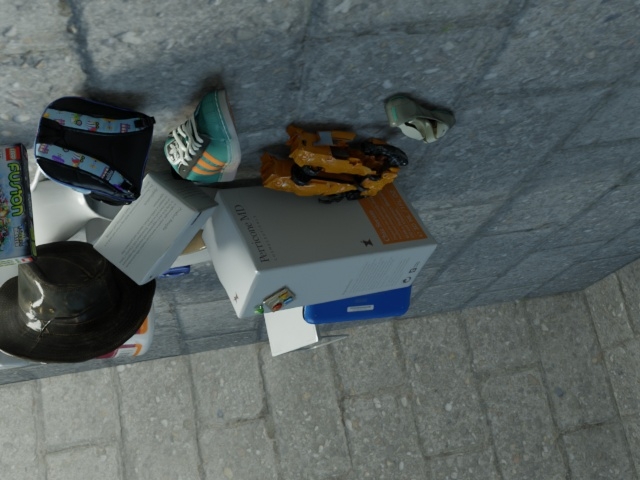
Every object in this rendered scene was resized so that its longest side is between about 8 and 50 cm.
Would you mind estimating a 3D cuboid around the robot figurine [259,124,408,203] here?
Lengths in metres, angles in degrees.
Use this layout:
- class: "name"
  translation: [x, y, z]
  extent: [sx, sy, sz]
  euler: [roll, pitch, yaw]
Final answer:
- class: "robot figurine"
  translation: [0.035, -0.153, 1.586]
  extent: [0.291, 0.085, 0.211]
  euler: [3, 152, -37]

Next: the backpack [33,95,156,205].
- class: "backpack"
  translation: [-0.370, -0.145, 1.259]
  extent: [0.173, 0.158, 0.117]
  euler: [13, 173, -26]

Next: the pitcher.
- class: "pitcher"
  translation: [-0.507, -0.077, 1.480]
  extent: [0.207, 0.125, 0.178]
  euler: [-17, 130, 20]

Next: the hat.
- class: "hat"
  translation: [-0.481, 0.082, 1.461]
  extent: [0.331, 0.331, 0.134]
  euler: [-10, 129, -2]

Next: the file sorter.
- class: "file sorter"
  translation: [-0.047, 0.187, 2.364]
  extent: [0.192, 0.278, 0.173]
  euler: [-25, 161, 40]

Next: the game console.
- class: "game console"
  translation: [0.067, 0.053, 1.940]
  extent: [0.293, 0.250, 0.173]
  euler: [-3, -164, -25]

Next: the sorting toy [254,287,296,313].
- class: "sorting toy"
  translation: [-0.093, 0.131, 1.597]
  extent: [0.083, 0.012, 0.062]
  euler: [-31, 149, 3]

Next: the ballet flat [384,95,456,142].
- class: "ballet flat"
  translation: [0.196, -0.220, 1.512]
  extent: [0.072, 0.068, 0.213]
  euler: [-23, 160, 36]

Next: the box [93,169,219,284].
- class: "box"
  translation: [-0.310, -0.030, 1.506]
  extent: [0.181, 0.119, 0.182]
  euler: [-51, 180, 9]

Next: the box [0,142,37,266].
- class: "box"
  translation: [-0.549, -0.058, 1.326]
  extent: [0.114, 0.207, 0.036]
  euler: [-10, 164, -8]

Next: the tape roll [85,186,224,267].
- class: "tape roll"
  translation: [-0.347, -0.021, 1.827]
  extent: [0.392, 0.072, 0.392]
  euler: [-10, 164, -3]

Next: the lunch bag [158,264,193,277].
- class: "lunch bag"
  translation: [-0.392, 0.066, 2.103]
  extent: [0.098, 0.065, 0.067]
  euler: [-7, 163, -13]

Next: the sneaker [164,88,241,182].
- class: "sneaker"
  translation: [-0.209, -0.164, 1.367]
  extent: [0.121, 0.108, 0.302]
  euler: [-12, 166, -13]

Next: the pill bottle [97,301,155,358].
- class: "pill bottle"
  translation: [-0.676, 0.219, 2.154]
  extent: [0.392, 0.224, 0.224]
  euler: [0, 160, -33]

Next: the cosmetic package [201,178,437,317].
- class: "cosmetic package"
  translation: [0.000, 0.000, 1.716]
  extent: [0.453, 0.230, 0.161]
  euler: [-9, 144, -31]

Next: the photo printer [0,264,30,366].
- class: "photo printer"
  translation: [-0.715, 0.121, 1.639]
  extent: [0.256, 0.308, 0.107]
  euler: [-13, 166, 30]
